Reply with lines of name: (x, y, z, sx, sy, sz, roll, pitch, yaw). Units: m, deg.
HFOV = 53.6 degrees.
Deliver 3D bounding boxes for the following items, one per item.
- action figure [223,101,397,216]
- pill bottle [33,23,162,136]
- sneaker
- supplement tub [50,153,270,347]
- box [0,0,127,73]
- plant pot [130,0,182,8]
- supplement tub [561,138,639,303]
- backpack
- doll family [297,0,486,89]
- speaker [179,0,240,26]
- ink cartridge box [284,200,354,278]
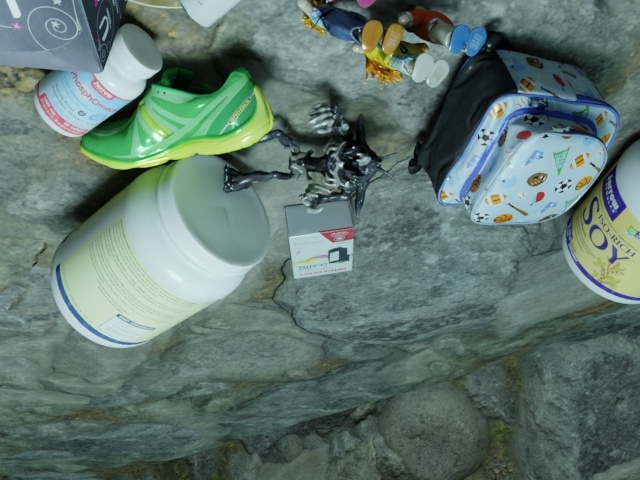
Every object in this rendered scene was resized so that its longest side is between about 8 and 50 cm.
action figure: (-0.011, -0.119, 0.966, 0.275, 0.164, 0.141, 1, -178, -3)
pill bottle: (-0.282, -0.205, 0.809, 0.160, 0.087, 0.087, -26, 146, 26)
sneaker: (-0.207, -0.176, 0.889, 0.295, 0.109, 0.124, -8, 111, 19)
supplement tub: (-0.265, 0.020, 1.053, 0.324, 0.236, 0.235, -30, 145, 32)
box: (-0.324, -0.269, 0.588, 0.247, 0.142, 0.163, 4, 149, -2)
plant pot: (-0.162, -0.347, 0.656, 0.236, 0.033, 0.236, -7, 149, -4)
supplement tub: (0.634, -0.050, 1.192, 0.240, 0.241, 0.331, -4, 150, -10)
backpack: (0.315, -0.154, 0.971, 0.263, 0.213, 0.277, -8, 149, -25)
doll family: (0.055, -0.253, 0.767, 0.262, 0.163, 0.118, 13, 111, -34)
speaker: (-0.090, -0.292, 0.683, 0.136, 0.055, 0.055, -29, 145, 29)
ink cartridge box: (0.000, 0.000, 1.260, 0.127, 0.072, 0.175, -9, 150, -3)
